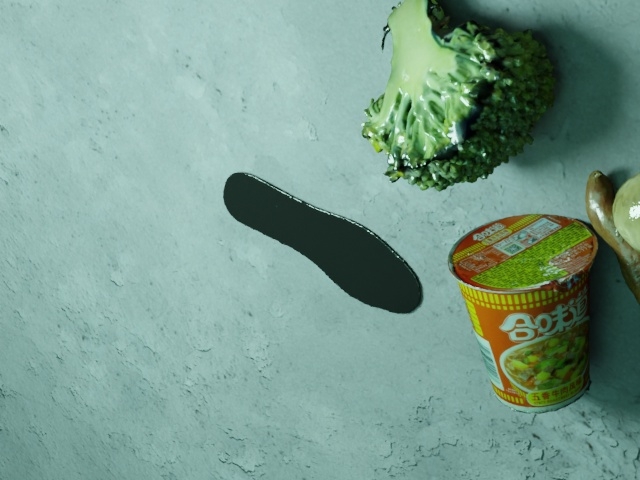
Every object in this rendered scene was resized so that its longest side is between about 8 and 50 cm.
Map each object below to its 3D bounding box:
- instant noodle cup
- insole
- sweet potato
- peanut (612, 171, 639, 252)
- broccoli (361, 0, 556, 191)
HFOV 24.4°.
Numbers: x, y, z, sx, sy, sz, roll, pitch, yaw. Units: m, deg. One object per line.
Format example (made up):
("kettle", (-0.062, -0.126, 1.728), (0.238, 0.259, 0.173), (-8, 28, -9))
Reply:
("instant noodle cup", (0.274, 0.102, 1.898), (0.193, 0.193, 0.212), (8, 125, 33))
("insole", (0.000, 0.000, 2.145), (0.348, 0.009, 0.119), (29, 126, 21))
("sweet potato", (0.384, 0.003, 1.837), (0.202, 0.058, 0.055), (63, 175, -2))
("peanut", (0.467, -0.024, 1.718), (0.253, 0.122, 0.137), (0, 122, 32))
("broccoli", (0.183, -0.181, 1.850), (0.180, 0.273, 0.242), (23, 131, -34))
